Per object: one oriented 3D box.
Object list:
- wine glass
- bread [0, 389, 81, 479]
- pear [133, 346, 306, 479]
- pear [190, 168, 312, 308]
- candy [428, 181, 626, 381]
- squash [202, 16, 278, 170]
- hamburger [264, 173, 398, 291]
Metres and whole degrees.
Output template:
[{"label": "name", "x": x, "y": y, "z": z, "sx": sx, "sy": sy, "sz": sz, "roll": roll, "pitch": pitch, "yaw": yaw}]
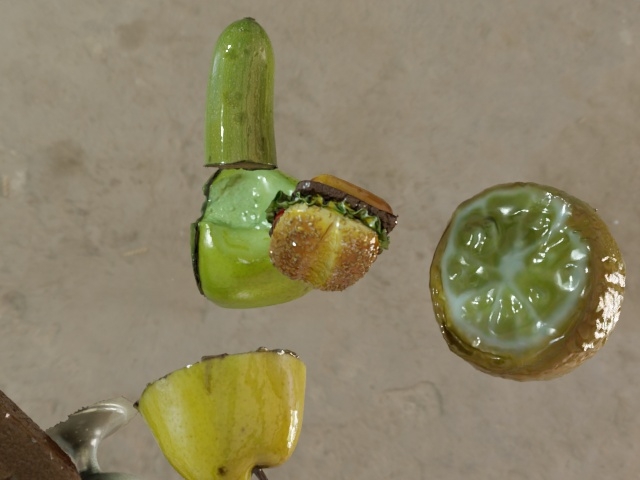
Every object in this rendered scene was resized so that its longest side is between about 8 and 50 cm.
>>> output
[{"label": "wine glass", "x": -0.408, "y": 0.487, "z": 1.447, "sx": 0.238, "sy": 0.238, "sz": 0.323, "roll": -19, "pitch": 64, "yaw": -11}, {"label": "bread", "x": -0.575, "y": 0.294, "z": 1.300, "sx": 0.113, "sy": 0.165, "sz": 0.417, "roll": -44, "pitch": 114, "yaw": -19}, {"label": "pear", "x": -0.136, "y": 0.278, "z": 1.132, "sx": 0.266, "sy": 0.267, "sz": 0.178, "roll": -5, "pitch": 58, "yaw": -11}, {"label": "pear", "x": -0.090, "y": -0.013, "z": 1.441, "sx": 0.292, "sy": 0.159, "sz": 0.293, "roll": -3, "pitch": 63, "yaw": 6}, {"label": "candy", "x": 0.255, "y": 0.052, "z": 0.993, "sx": 0.118, "sy": 0.260, "sz": 0.260, "roll": 10, "pitch": 85, "yaw": -41}, {"label": "squash", "x": -0.102, "y": -0.182, "z": 0.969, "sx": 0.095, "sy": 0.095, "sz": 0.188, "roll": -1, "pitch": 93, "yaw": -11}, {"label": "hamburger", "x": 0.000, "y": 0.000, "z": 0.851, "sx": 0.137, "sy": 0.166, "sz": 0.087, "roll": 23, "pitch": 62, "yaw": -7}]
